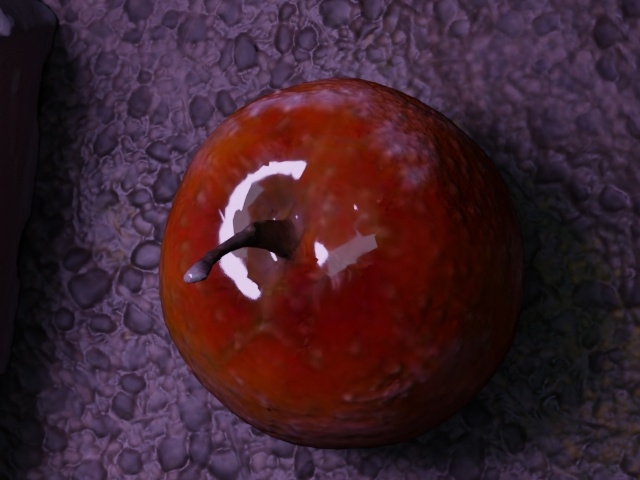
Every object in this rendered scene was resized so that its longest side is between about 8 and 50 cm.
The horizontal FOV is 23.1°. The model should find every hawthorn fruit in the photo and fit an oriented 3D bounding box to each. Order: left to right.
[{"bbox_3d":[0.019,0.005,0.970,0.231,0.263,0.235,12,58,-10],"label":"hawthorn fruit"}]

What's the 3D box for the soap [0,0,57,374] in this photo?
[{"bbox_3d":[-0.236,-0.001,1.050,0.258,0.159,0.302,-37,81,3],"label":"soap"}]
